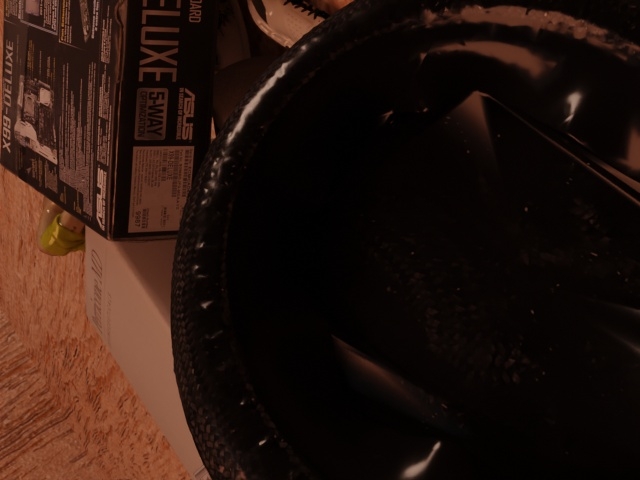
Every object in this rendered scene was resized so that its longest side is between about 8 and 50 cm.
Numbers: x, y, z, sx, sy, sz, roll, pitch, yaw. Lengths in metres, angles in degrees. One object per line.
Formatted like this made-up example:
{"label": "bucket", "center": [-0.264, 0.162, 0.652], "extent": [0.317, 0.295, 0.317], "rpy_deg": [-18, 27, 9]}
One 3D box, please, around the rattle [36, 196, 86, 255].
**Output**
{"label": "rattle", "center": [-0.268, -0.044, 1.339], "extent": [0.199, 0.143, 0.130], "rpy_deg": [-132, 53, -64]}

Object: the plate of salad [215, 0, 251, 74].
{"label": "plate of salad", "center": [-0.119, -0.188, 0.894], "extent": [0.200, 0.048, 0.200], "rpy_deg": [46, 153, 32]}

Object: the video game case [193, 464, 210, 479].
{"label": "video game case", "center": [-0.017, 0.226, 0.792], "extent": [0.190, 0.022, 0.173], "rpy_deg": [58, 149, 10]}

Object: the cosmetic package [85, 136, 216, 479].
{"label": "cosmetic package", "center": [-0.021, 0.157, 0.949], "extent": [0.453, 0.161, 0.230], "rpy_deg": [53, 155, 19]}

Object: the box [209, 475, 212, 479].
{"label": "box", "center": [0.070, 0.138, 0.647], "extent": [0.148, 0.232, 0.127], "rpy_deg": [45, 152, 33]}

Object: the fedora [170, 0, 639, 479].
{"label": "fedora", "center": [0.093, 0.034, 0.520], "extent": [0.334, 0.334, 0.152], "rpy_deg": [44, -177, 33]}

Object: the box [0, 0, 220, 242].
{"label": "box", "center": [-0.161, -0.176, 0.811], "extent": [0.242, 0.077, 0.307], "rpy_deg": [26, 115, 53]}

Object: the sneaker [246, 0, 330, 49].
{"label": "sneaker", "center": [-0.007, -0.143, 0.740], "extent": [0.109, 0.040, 0.043], "rpy_deg": [50, 139, 15]}

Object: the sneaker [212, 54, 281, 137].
{"label": "sneaker", "center": [0.000, 0.000, 0.758], "extent": [0.295, 0.105, 0.147], "rpy_deg": [-117, 9, -51]}
